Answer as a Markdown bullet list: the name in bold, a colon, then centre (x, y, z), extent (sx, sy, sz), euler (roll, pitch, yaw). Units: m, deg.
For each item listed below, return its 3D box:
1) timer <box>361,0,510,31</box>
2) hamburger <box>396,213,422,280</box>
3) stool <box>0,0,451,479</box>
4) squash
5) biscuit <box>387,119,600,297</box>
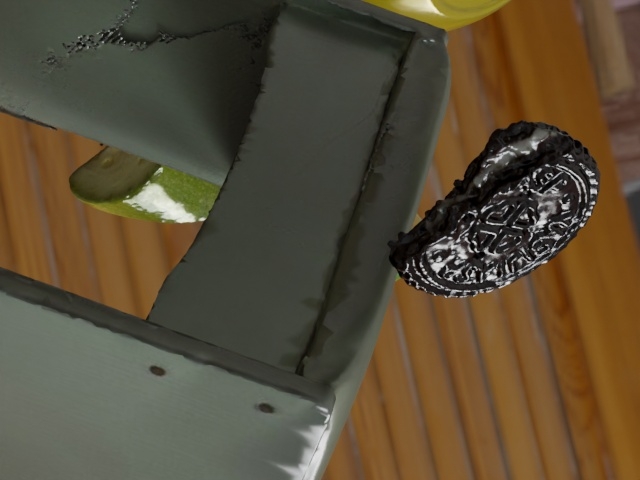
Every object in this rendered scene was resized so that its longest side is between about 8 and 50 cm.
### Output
- **timer**: centre (0.065, -0.398, 1.492), extent (0.387, 0.376, 0.376), euler (53, -27, 35)
- **hamburger**: centre (-0.002, -0.002, 1.187), extent (0.175, 0.137, 0.175), euler (45, -4, 4)
- **stool**: centre (-0.098, -0.011, 0.728), extent (0.170, 0.269, 0.244), euler (110, 0, -49)
- **squash**: centre (-0.155, -0.061, 1.757), extent (0.252, 0.169, 0.093), euler (30, 27, -59)
- **biscuit**: centre (0.070, -0.011, 0.602), extent (0.087, 0.089, 0.027), euler (97, -24, -47)
